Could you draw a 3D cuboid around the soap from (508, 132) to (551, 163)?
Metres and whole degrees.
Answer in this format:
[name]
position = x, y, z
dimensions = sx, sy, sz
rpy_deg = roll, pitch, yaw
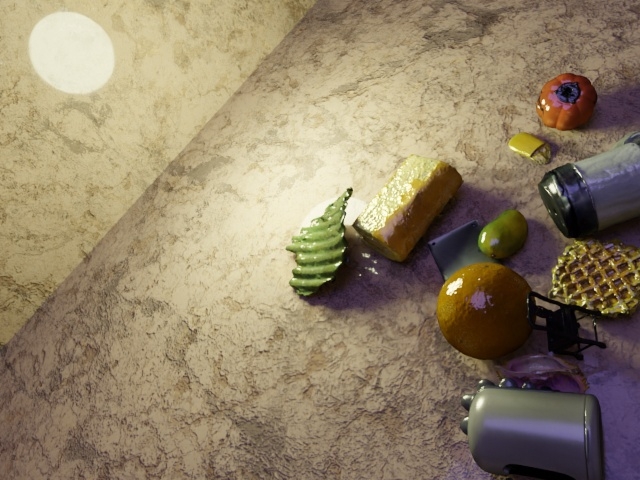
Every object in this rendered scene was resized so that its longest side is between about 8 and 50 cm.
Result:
[soap]
position = 0.734, -0.326, 1.753
dimensions = 0.089, 0.033, 0.168
rpy_deg = -46, 47, -2

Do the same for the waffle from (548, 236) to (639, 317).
[waffle]
position = 0.767, 0.097, 1.383
dimensions = 0.245, 0.052, 0.254
rpy_deg = 10, 62, 44

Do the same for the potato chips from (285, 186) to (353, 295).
[potato chips]
position = 0.006, -0.005, 1.858
dimensions = 0.389, 0.097, 0.374
rpy_deg = -43, 34, 41

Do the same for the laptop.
[laptop]
position = 0.474, 0.063, 1.636
dimensions = 0.187, 0.015, 0.269
rpy_deg = -27, 47, 13

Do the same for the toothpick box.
[toothpick box]
position = 0.489, 0.446, 1.196
dimensions = 0.316, 0.229, 0.229
rpy_deg = -3, 56, 31

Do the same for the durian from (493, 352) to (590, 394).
[durian]
position = 0.560, 0.354, 1.286
dimensions = 0.182, 0.132, 0.165
rpy_deg = -30, 54, 7

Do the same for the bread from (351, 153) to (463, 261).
[bread]
position = 0.312, -0.119, 1.771
dimensions = 0.236, 0.165, 0.375
rpy_deg = 27, 73, 44

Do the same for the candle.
[candle]
position = 0.825, -0.151, 1.436
dimensions = 0.342, 0.221, 0.222
rpy_deg = -22, 48, 16

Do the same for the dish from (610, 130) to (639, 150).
[dish]
position = 0.965, -0.264, 1.532
dimensions = 0.245, 0.078, 0.224
rpy_deg = -18, 51, 20

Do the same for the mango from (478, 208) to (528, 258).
[mango]
position = 0.579, -0.020, 1.578
dimensions = 0.191, 0.086, 0.122
rpy_deg = -41, 48, -11

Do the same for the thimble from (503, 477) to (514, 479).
[thimble]
position = 0.456, 0.624, 1.155
dimensions = 0.090, 0.118, 0.135
rpy_deg = -44, 44, -2

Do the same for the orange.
[orange]
position = 0.455, 0.189, 1.383
dimensions = 0.274, 0.274, 0.275
rpy_deg = -17, 50, 21

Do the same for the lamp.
[lamp]
position = 0.833, -0.465, 1.713
dimensions = 0.187, 0.164, 0.188
rpy_deg = -4, 78, 18

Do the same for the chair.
[chair]
position = 0.599, 0.216, 1.290
dimensions = 0.229, 0.113, 0.106
rpy_deg = 16, 57, -8
